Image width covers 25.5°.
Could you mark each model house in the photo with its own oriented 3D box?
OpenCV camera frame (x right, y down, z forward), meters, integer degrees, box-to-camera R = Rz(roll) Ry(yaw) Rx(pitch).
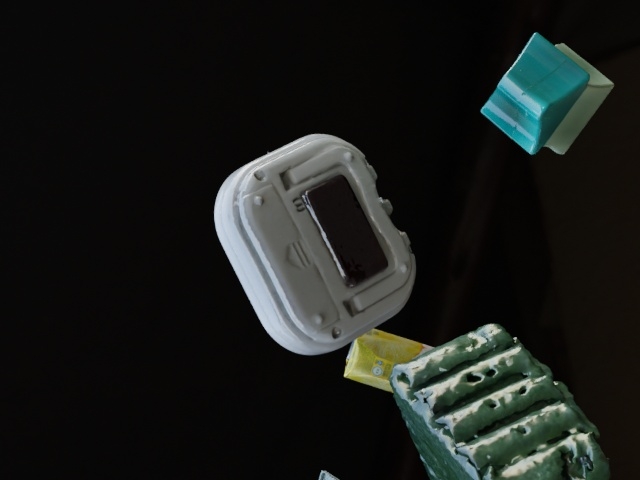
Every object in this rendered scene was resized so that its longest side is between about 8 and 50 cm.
[{"bbox_3d":[0.281,-0.185,1.803,0.100,0.127,0.149,43,-157,24],"label":"model house"}]

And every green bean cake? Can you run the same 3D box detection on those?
[{"bbox_3d":[0.155,0.189,1.102,0.193,0.107,0.208,47,161,48],"label":"green bean cake"}]

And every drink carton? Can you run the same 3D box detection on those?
[{"bbox_3d":[0.136,0.178,1.926,0.084,0.200,0.074,-74,2,-76],"label":"drink carton"}]

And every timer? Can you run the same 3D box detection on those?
[{"bbox_3d":[0.000,0.000,1.790,0.237,0.087,0.262,-28,-87,-34],"label":"timer"}]

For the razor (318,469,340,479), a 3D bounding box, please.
[{"bbox_3d":[-0.053,0.379,1.929,0.211,0.084,0.035,-25,-63,-28],"label":"razor"}]
